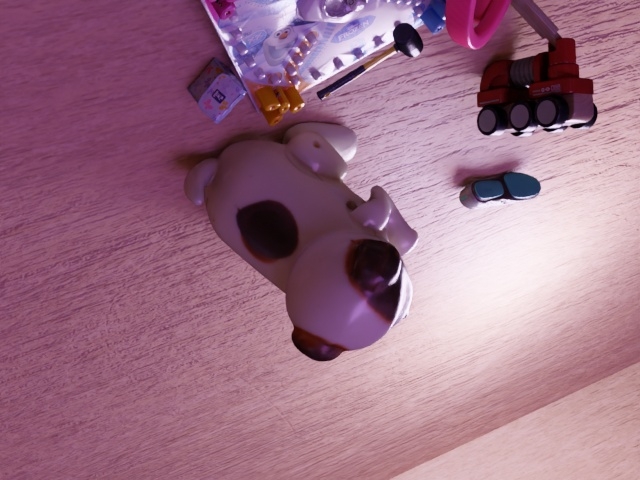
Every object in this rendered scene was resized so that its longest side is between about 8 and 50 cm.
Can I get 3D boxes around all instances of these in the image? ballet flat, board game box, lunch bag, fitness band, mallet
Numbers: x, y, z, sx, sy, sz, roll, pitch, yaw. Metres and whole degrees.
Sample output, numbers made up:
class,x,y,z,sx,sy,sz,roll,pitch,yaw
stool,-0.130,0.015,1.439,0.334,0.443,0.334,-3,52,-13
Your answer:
class,x,y,z,sx,sy,sz,roll,pitch,yaw
ballet flat,0.396,-0.109,2.042,0.213,0.072,0.068,-7,163,-33
board game box,0.038,-0.361,1.364,0.390,0.050,0.390,-29,157,-1
lunch bag,-0.157,-0.230,1.417,0.071,0.083,0.053,-45,144,14
fitness band,0.277,-0.443,1.445,0.291,0.054,0.209,-66,161,-2
mallet,0.074,-0.283,1.461,0.189,0.039,0.062,-28,158,5

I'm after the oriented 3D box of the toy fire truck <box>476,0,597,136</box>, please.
class,x,y,z,sx,sy,sz,roll,pitch,yaw
toy fire truck,0.384,-0.324,1.706,0.158,0.217,0.246,-3,92,-37

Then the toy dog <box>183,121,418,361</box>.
class,x,y,z,sx,sy,sz,roll,pitch,yaw
toy dog,0.000,0.000,1.530,0.284,0.408,0.395,-48,143,15
